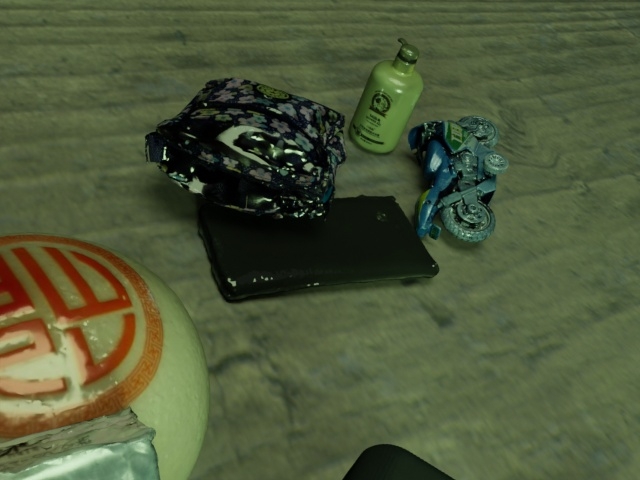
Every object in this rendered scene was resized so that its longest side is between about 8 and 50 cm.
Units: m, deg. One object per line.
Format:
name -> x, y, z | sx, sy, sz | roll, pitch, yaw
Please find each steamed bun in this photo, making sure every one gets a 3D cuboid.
steamed bun -> -0.220, 0.104, 0.538 | 0.283, 0.177, 0.282 | 12, 43, -12

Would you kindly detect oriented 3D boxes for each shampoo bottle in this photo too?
shampoo bottle -> 0.101, -0.208, 1.020 | 0.079, 0.162, 0.079 | 13, 43, -12

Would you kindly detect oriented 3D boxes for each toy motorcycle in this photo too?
toy motorcycle -> 0.186, -0.099, 1.003 | 0.136, 0.092, 0.254 | 12, 51, 1

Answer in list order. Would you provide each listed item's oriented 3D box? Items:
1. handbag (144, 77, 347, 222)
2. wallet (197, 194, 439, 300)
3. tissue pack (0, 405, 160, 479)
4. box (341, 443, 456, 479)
handbag -> -0.081, -0.115, 0.852 | 0.229, 0.126, 0.207 | 18, 26, -2
wallet -> 0.000, 0.001, 0.857 | 0.286, 0.030, 0.146 | -4, 48, -27
tissue pack -> -0.166, 0.235, 0.406 | 0.174, 0.235, 0.073 | -10, 7, -31
box -> 0.048, 0.246, 0.495 | 0.145, 0.200, 0.090 | 30, 38, 9
